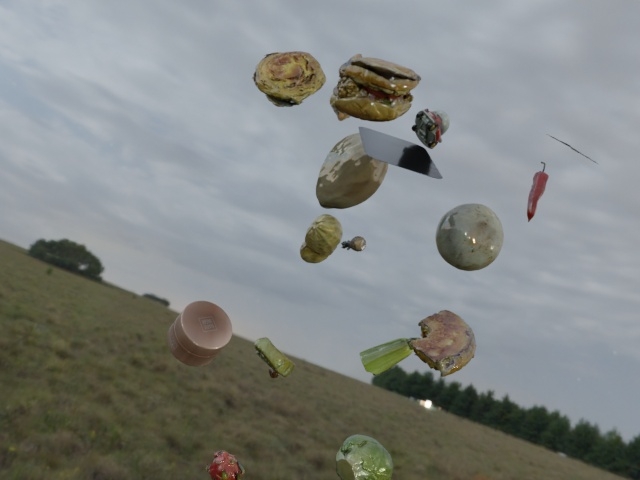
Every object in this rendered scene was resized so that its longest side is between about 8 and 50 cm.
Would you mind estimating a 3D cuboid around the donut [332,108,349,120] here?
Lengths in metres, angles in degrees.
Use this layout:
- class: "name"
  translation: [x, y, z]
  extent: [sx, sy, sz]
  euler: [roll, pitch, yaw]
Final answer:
- class: "donut"
  translation: [0.119, -0.598, 2.450]
  extent: [0.085, 0.217, 0.141]
  euler: [48, -34, 9]

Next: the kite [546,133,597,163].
- class: "kite"
  translation: [0.495, -0.187, 1.134]
  extent: [0.090, 0.004, 0.122]
  euler: [9, 28, -50]

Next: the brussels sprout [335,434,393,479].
- class: "brussels sprout"
  translation: [0.165, 0.870, 2.227]
  extent: [0.244, 0.244, 0.244]
  euler: [19, -12, 4]

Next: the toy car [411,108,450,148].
- class: "toy car"
  translation: [0.386, -0.395, 1.935]
  extent: [0.112, 0.112, 0.139]
  euler: [54, -14, 25]

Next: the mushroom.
- class: "mushroom"
  translation: [0.504, -0.013, 1.995]
  extent: [0.243, 0.244, 0.243]
  euler: [19, -12, 4]

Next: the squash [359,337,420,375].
- class: "squash"
  translation: [0.226, 0.344, 1.746]
  extent: [0.090, 0.200, 0.075]
  euler: [-99, 166, -61]

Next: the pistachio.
- class: "pistachio"
  translation: [0.114, -0.248, 2.118]
  extent: [0.226, 0.332, 0.208]
  euler: [37, 6, -2]

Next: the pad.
- class: "pad"
  translation: [0.264, -0.247, 1.794]
  extent: [0.314, 0.063, 0.375]
  euler: [16, 24, -6]

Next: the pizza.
- class: "pizza"
  translation: [0.323, 0.271, 1.487]
  extent: [0.161, 0.086, 0.305]
  euler: [1, 18, 17]

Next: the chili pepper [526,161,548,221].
- class: "chili pepper"
  translation: [0.827, -0.194, 2.186]
  extent: [0.059, 0.268, 0.050]
  euler: [9, -24, 38]

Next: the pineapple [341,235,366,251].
- class: "pineapple"
  translation: [0.112, 0.009, 1.993]
  extent: [0.058, 0.058, 0.124]
  euler: [25, -7, -23]

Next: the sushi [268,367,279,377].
- class: "sushi"
  translation: [-0.207, 0.596, 2.581]
  extent: [0.047, 0.051, 0.099]
  euler: [-15, 5, -17]

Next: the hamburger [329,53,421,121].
- class: "hamburger"
  translation: [0.154, -0.422, 1.601]
  extent: [0.244, 0.163, 0.244]
  euler: [13, 21, -5]

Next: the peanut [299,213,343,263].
- class: "peanut"
  translation: [0.000, 0.000, 2.268]
  extent: [0.146, 0.147, 0.305]
  euler: [20, -25, -2]

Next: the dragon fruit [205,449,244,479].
- class: "dragon fruit"
  translation: [-0.233, 0.589, 1.441]
  extent: [0.086, 0.081, 0.116]
  euler: [7, -51, 54]

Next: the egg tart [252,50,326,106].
- class: "egg tart"
  translation: [-0.127, -0.630, 2.265]
  extent: [0.296, 0.297, 0.132]
  euler: [19, -33, 2]

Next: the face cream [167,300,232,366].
- class: "face cream"
  translation: [-0.326, 0.251, 1.541]
  extent: [0.149, 0.149, 0.104]
  euler: [25, -49, -21]

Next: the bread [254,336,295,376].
- class: "bread"
  translation: [-0.154, 0.380, 1.864]
  extent: [0.156, 0.064, 0.117]
  euler: [39, -17, 15]
